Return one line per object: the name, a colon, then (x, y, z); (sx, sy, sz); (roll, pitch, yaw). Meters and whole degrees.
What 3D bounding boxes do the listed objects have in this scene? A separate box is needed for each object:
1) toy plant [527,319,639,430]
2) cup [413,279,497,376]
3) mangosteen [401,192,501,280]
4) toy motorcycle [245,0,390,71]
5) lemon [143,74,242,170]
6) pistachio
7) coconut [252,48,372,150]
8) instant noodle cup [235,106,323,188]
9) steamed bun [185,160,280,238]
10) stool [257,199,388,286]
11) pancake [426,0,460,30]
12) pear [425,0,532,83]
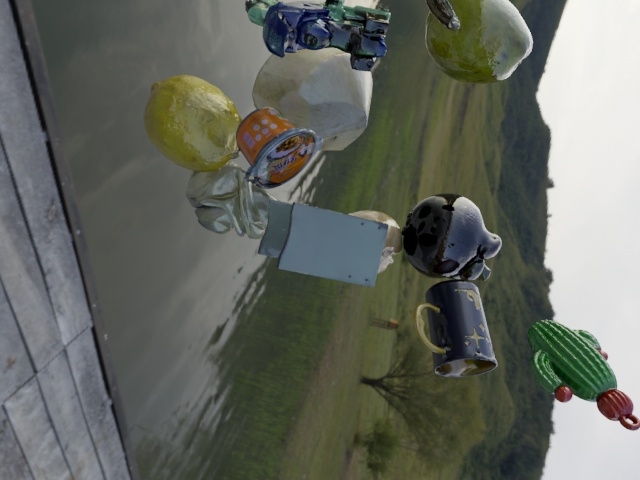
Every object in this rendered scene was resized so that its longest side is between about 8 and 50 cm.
toy plant: (0.482, 0.247, 0.859); (0.240, 0.155, 0.088); (-73, 166, -55)
cup: (0.393, 0.242, 1.323); (0.255, 0.179, 0.256); (45, 36, -50)
mangosteen: (0.424, -0.010, 1.478); (0.297, 0.314, 0.296); (-27, 124, -49)
toy motorcycle: (-0.007, -0.481, 1.019); (0.125, 0.332, 0.196); (111, -18, -51)
lemon: (-0.365, -0.332, 1.294); (0.284, 0.261, 0.260); (52, 45, -37)
pistachio: (0.158, 0.001, 1.528); (0.309, 0.230, 0.229); (-115, -148, -71)
coconut: (-0.009, -0.466, 1.493); (0.415, 0.416, 0.344); (-60, 165, -55)
instant noodle cup: (-0.113, -0.222, 1.032); (0.208, 0.125, 0.177); (-23, 154, -41)
steamed bun: (-0.325, -0.130, 1.586); (0.237, 0.394, 0.346); (-51, 161, -6)
stool: (0.000, 0.000, 1.195); (0.244, 0.270, 0.170); (-161, -96, -69)
pancake: (0.217, -0.491, 0.868); (0.190, 0.020, 0.184); (62, 11, 15)
pear: (0.455, -0.593, 1.313); (0.253, 0.307, 0.253); (-46, 165, -17)
